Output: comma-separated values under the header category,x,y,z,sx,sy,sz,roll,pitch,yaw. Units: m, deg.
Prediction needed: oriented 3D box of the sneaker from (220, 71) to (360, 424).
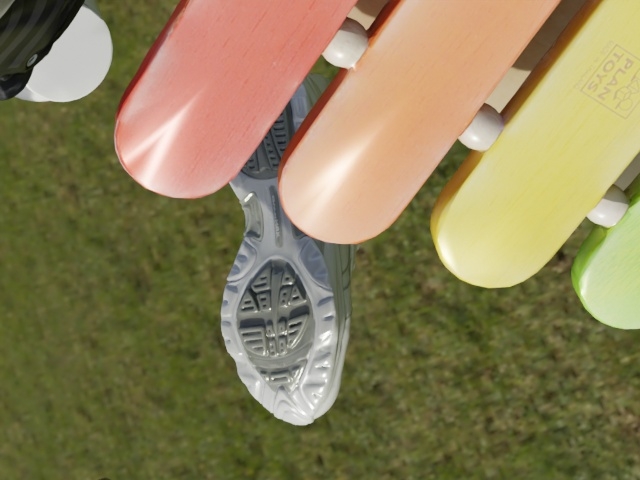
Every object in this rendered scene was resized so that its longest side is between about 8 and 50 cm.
category,x,y,z,sx,sy,sz,roll,pitch,yaw
sneaker,0.000,0.000,0.834,0.090,0.115,0.232,4,97,34

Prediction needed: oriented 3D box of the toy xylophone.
category,x,y,z,sx,sy,sz,roll,pitch,yaw
toy xylophone,0.095,-0.085,0.389,0.236,0.322,0.081,-61,19,24

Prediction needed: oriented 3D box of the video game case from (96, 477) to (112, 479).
category,x,y,z,sx,sy,sz,roll,pitch,yaw
video game case,-0.063,0.198,0.590,0.248,0.275,0.035,21,99,16

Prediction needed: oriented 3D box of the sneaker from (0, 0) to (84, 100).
category,x,y,z,sx,sy,sz,roll,pitch,yaw
sneaker,-0.141,-0.086,0.527,0.084,0.235,0.097,15,138,20

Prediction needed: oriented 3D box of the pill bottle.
category,x,y,z,sx,sy,sz,roll,pitch,yaw
pill bottle,-0.243,-0.177,1.072,0.193,0.108,0.108,34,132,53
